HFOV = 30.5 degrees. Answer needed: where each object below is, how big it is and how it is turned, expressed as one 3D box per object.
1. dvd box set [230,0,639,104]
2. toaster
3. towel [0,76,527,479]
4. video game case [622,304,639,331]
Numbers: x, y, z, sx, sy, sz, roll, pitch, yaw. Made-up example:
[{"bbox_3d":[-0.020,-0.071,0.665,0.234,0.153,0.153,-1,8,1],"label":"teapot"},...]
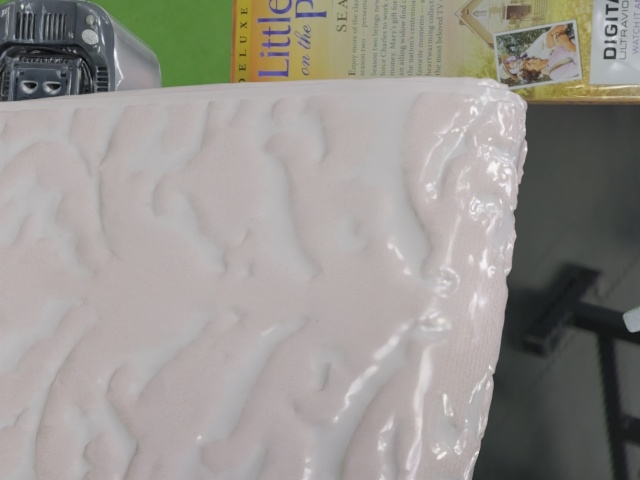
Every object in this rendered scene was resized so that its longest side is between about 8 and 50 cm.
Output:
[{"bbox_3d":[0.129,-0.258,0.926,0.062,0.420,0.307,-3,95,-66],"label":"dvd box set"},{"bbox_3d":[-0.217,-0.097,1.035,0.146,0.129,0.227,5,88,-75],"label":"toaster"},{"bbox_3d":[-0.082,0.094,0.496,0.053,0.317,0.332,32,65,-56],"label":"towel"},{"bbox_3d":[0.422,0.034,1.117,0.193,0.212,0.023,-3,69,-49],"label":"video game case"}]
